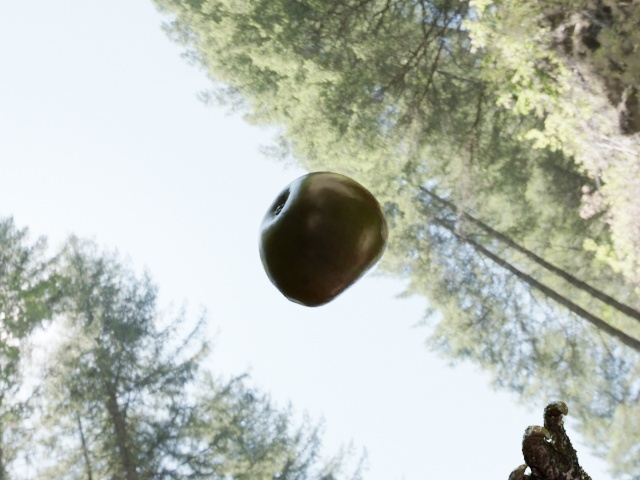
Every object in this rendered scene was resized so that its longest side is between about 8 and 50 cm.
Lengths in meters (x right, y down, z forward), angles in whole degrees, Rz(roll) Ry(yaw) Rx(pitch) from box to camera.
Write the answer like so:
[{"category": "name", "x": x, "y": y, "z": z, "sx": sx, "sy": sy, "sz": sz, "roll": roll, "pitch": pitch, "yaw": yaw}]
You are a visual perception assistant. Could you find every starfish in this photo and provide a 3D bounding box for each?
[{"category": "starfish", "x": 0.336, "y": 0.340, "z": 0.863, "sx": 0.238, "sy": 0.071, "sz": 0.216, "roll": 25, "pitch": -106, "yaw": -29}]

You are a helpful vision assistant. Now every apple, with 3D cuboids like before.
[{"category": "apple", "x": 0.000, "y": 0.000, "z": 0.406, "sx": 0.074, "sy": 0.089, "sz": 0.090, "roll": 37, "pitch": -84, "yaw": -17}]
